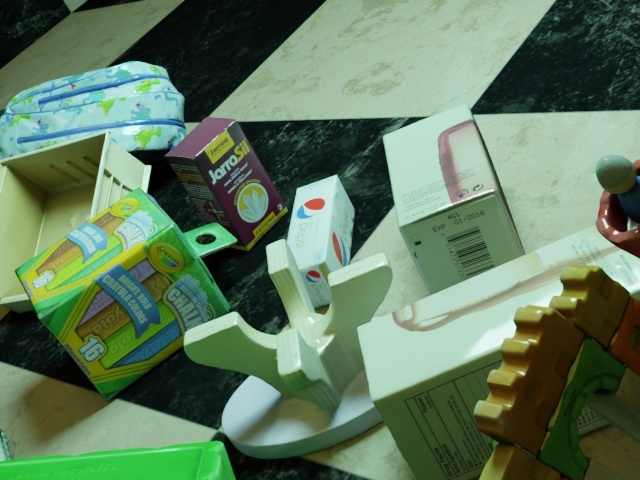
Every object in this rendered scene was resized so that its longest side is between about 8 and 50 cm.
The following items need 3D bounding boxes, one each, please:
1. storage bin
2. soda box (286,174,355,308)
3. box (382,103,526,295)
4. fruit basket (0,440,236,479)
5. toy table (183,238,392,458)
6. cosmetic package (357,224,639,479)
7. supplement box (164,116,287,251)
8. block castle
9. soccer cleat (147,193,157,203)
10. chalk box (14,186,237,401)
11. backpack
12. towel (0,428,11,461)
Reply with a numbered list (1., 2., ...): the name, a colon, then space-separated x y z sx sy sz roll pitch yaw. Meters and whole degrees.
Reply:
1. storage bin: -0.447 -0.025 1.632 0.262 0.123 0.260 -10 61 29
2. soda box: 0.000 0.000 1.354 0.069 0.074 0.216 -17 33 19
3. box: 0.172 -0.046 1.210 0.127 0.148 0.232 -21 33 13
4. fruit basket: -0.217 0.388 0.827 0.392 0.392 0.283 -30 4 -2
5. toy table: -0.016 0.127 1.104 0.274 0.161 0.252 -29 31 -2
6. cosmetic package: 0.204 0.116 0.952 0.296 0.153 0.129 -23 31 7
7. supplement box: -0.146 -0.089 1.490 0.081 0.188 0.104 11 50 46
8. block castle: 0.271 0.138 0.651 0.303 0.213 0.453 -6 54 58
9. soccer cleat: -0.387 -0.074 1.774 0.248 0.083 0.095 -5 34 39
10. chalk box: -0.263 0.055 1.388 0.289 0.179 0.180 -37 32 -12
11. backpack: -0.428 -0.212 1.832 0.355 0.290 0.273 8 90 29
12. towel: -0.516 0.410 1.201 0.312 0.056 0.324 -35 32 -10
